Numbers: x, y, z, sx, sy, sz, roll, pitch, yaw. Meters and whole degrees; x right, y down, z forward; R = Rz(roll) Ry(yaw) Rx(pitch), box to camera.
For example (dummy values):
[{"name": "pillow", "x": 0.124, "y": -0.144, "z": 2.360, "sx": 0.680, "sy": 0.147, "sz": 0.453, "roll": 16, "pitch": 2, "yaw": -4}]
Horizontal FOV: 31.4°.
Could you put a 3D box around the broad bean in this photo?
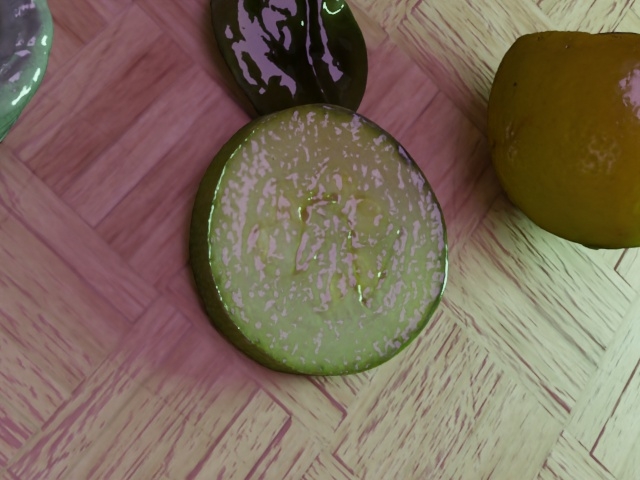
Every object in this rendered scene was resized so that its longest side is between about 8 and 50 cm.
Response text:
[{"name": "broad bean", "x": -0.032, "y": -0.202, "z": 1.099, "sx": 0.153, "sy": 0.072, "sz": 0.206, "roll": -8, "pitch": 78, "yaw": -19}]

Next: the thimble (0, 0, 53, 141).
[{"name": "thimble", "x": -0.331, "y": -0.158, "z": 0.864, "sx": 0.237, "sy": 0.150, "sz": 0.237, "roll": 10, "pitch": 67, "yaw": -26}]

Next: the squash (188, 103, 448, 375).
[{"name": "squash", "x": 0.000, "y": 0.000, "z": 1.040, "sx": 0.252, "sy": 0.049, "sz": 0.252, "roll": 5, "pitch": 80, "yaw": -29}]

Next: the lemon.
[{"name": "lemon", "x": 0.285, "y": -0.098, "z": 1.155, "sx": 0.241, "sy": 0.240, "sz": 0.219, "roll": -1, "pitch": 98, "yaw": -30}]
